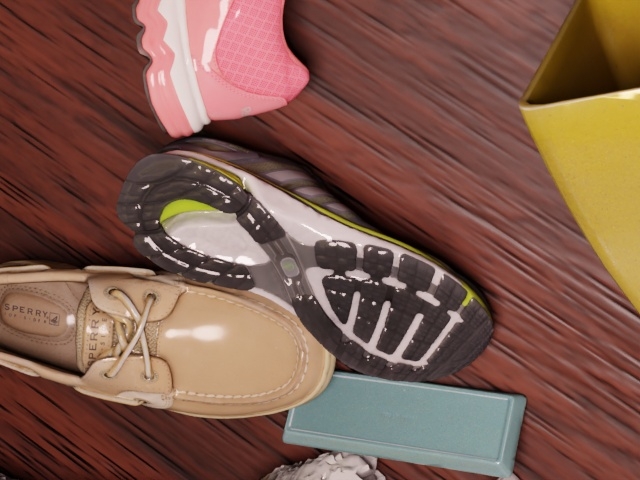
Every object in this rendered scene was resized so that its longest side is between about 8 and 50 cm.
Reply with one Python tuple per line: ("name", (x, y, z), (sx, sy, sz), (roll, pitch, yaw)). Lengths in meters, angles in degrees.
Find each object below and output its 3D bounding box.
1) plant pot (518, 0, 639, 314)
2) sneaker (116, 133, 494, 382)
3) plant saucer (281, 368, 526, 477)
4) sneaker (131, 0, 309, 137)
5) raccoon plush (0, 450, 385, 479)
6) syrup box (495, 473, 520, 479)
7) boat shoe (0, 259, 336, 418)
("plant pot", (0.270, -0.059, 0.923), (0.212, 0.212, 0.187), (-8, 116, 26))
("sneaker", (0.000, 0.000, 1.110), (0.300, 0.121, 0.111), (30, 118, -9))
("plant saucer", (0.061, 0.138, 1.154), (0.192, 0.018, 0.067), (5, 69, 23))
("sneaker", (-0.077, -0.238, 1.083), (0.136, 0.116, 0.314), (-7, 99, -3))
("raccoon plush", (-0.192, 0.227, 1.273), (0.446, 0.216, 0.299), (-35, 74, -1))
("syrup box", (0.183, 0.302, 1.130), (0.237, 0.096, 0.093), (47, 117, 4))
("boat shoe", (-0.155, 0.081, 1.187), (0.341, 0.110, 0.121), (4, 92, 24))
